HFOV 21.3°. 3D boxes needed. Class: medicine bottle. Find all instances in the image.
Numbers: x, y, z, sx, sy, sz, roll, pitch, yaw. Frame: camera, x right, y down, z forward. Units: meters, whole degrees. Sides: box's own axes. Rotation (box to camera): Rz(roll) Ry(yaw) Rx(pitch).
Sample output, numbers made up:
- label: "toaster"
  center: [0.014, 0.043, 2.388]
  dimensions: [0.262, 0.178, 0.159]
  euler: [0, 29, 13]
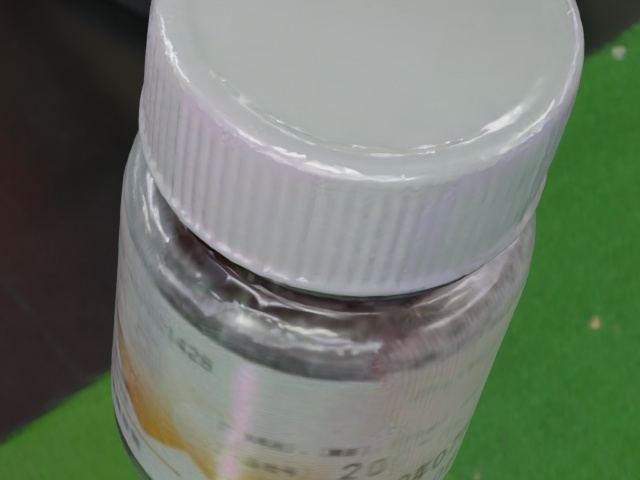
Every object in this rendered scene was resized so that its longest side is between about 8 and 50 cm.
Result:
- label: "medicine bottle"
  center: [0.000, 0.000, 0.679]
  dimensions: [0.165, 0.273, 0.165]
  euler: [4, 54, -5]
